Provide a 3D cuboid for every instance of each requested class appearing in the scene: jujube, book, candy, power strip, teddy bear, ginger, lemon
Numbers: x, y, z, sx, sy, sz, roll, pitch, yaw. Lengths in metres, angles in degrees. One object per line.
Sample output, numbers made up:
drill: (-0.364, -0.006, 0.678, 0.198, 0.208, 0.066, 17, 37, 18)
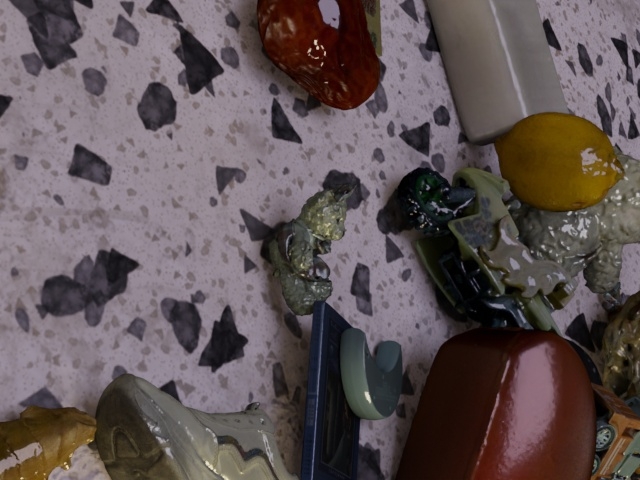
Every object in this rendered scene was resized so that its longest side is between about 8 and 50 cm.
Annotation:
jujube: (0.004, -0.333, 1.682, 0.255, 0.190, 0.190, 49, 47, -31)
book: (0.022, 0.247, 1.543, 0.191, 0.025, 0.269, 49, 41, -59)
candy: (0.656, 0.182, 2.245, 0.053, 0.046, 0.182, -20, 96, -50)
candy: (0.357, -0.379, 2.067, 0.208, 0.145, 0.359, -11, 85, -47)
power strip: (0.086, 0.215, 1.621, 0.216, 0.044, 0.137, 31, 56, -63)
teddy bear: (-0.021, 0.001, 1.578, 0.133, 0.111, 0.213, -24, 130, -77)
ginger: (-0.349, 0.249, 1.188, 0.205, 0.081, 0.115, -1, 45, -37)
book: (0.041, -0.439, 1.867, 0.192, 0.013, 0.168, 17, 64, -41)
lemon: (0.437, -0.143, 1.898, 0.188, 0.256, 0.188, -32, 132, -44)
teddy bear: (0.508, -0.038, 2.118, 0.327, 0.362, 0.375, 65, 7, 3)

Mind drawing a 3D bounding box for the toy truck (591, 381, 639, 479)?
toy truck: (0.447, 0.416, 1.785, 0.184, 0.133, 0.338, 17, 107, -27)

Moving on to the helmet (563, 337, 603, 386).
helmet: (0.443, 0.279, 1.916, 0.230, 0.160, 0.279, 51, 48, -18)

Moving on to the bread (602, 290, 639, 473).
bread: (0.695, 0.319, 2.136, 0.370, 0.191, 0.314, 53, 51, -11)

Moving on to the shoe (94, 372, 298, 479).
shoe: (-0.147, 0.279, 1.353, 0.342, 0.132, 0.210, 56, 41, -20)

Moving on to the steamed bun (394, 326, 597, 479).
steamed bun: (0.296, 0.333, 1.638, 0.248, 0.235, 0.379, 26, 77, -27)

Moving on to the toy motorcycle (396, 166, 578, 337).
toy motorcycle: (0.301, 0.034, 1.847, 0.237, 0.168, 0.410, -29, 88, -38)
